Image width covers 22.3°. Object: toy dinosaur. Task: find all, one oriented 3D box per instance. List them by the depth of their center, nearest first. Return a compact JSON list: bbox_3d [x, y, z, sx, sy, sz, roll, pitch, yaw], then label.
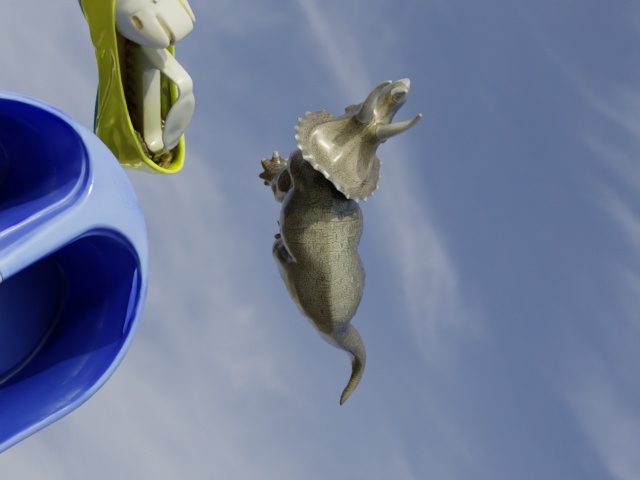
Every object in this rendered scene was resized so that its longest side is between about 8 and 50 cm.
[{"bbox_3d":[0.000,0.000,1.422,0.160,0.121,0.313,-98,-164,-77],"label":"toy dinosaur"}]

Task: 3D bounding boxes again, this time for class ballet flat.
[{"bbox_3d":[-0.123,-0.140,1.151,0.077,0.077,0.231,30,-42,29],"label":"ballet flat"}]

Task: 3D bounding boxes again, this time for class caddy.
[{"bbox_3d":[-0.284,0.040,1.116,0.179,0.341,0.241,1,-61,63],"label":"caddy"}]
